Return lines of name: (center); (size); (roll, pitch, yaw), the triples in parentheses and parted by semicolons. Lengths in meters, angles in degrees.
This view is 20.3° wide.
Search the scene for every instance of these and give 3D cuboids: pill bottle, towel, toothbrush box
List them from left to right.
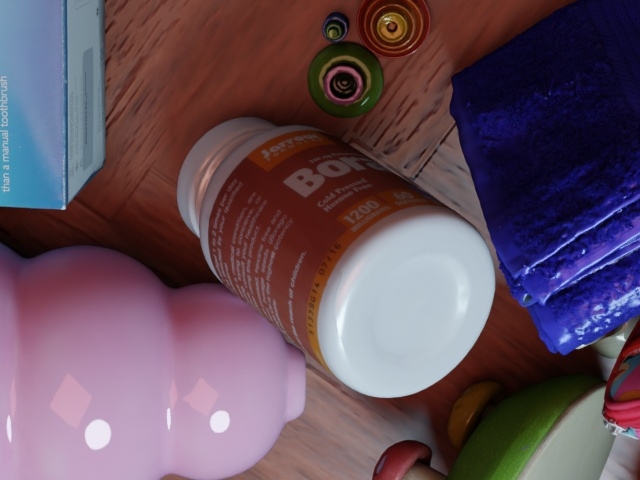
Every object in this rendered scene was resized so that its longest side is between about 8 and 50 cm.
toothbrush box: (-0.294, -0.143, 1.149); (0.295, 0.126, 0.216); (4, 105, 5)
pill bottle: (0.000, 0.000, 1.109); (0.121, 0.216, 0.121); (-16, 120, -28)
towel: (0.225, -0.095, 1.046); (0.308, 0.228, 0.076); (-30, 139, 17)

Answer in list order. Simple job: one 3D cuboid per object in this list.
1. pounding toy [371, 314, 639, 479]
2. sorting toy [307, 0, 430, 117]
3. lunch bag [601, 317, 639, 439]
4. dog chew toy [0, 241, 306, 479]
pounding toy: (0.116, 0.127, 1.181); (0.110, 0.183, 0.237); (29, 107, 24)
sorting toy: (0.027, -0.124, 1.168); (0.061, 0.042, 0.102); (37, 105, -5)
lunch bag: (0.304, 0.053, 1.033); (0.120, 0.293, 0.258); (45, 60, -13)
dog chew toy: (-0.176, 0.092, 1.170); (0.331, 0.206, 0.207); (1, 105, -4)
